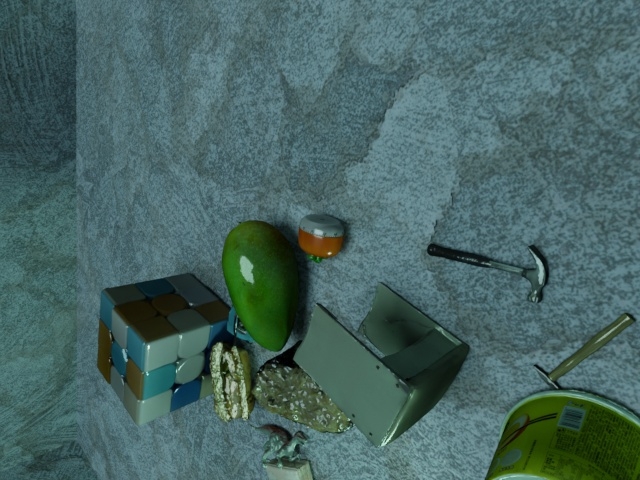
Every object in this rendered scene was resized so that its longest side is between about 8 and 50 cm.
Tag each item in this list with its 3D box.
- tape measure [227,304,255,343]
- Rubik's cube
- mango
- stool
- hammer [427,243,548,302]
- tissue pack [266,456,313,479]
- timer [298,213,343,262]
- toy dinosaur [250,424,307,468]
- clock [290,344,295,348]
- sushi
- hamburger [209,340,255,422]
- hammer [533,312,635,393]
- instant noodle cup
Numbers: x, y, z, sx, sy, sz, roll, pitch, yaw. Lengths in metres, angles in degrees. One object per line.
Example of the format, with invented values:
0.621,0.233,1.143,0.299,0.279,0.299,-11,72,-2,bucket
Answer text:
-0.235,0.261,1.397,0.125,0.081,0.146,22,113,27,tape measure
-0.548,0.360,1.525,0.344,0.347,0.346,32,119,36,Rubik's cube
-0.160,0.128,1.220,0.225,0.201,0.381,-9,94,34,mango
0.132,0.249,0.935,0.270,0.244,0.170,38,121,32,stool
0.325,0.038,0.865,0.246,0.029,0.103,19,110,41,hammer
-0.068,0.860,1.353,0.170,0.071,0.325,-19,85,45,tissue pack
0.000,0.000,1.119,0.136,0.099,0.136,28,125,48,timer
-0.148,0.641,1.401,0.242,0.053,0.167,29,92,50,toy dinosaur
-0.062,0.353,1.292,0.085,0.017,0.085,9,104,42,clock
-0.022,0.389,1.144,0.350,0.171,0.210,-5,97,39,sushi
-0.297,0.465,1.458,0.124,0.131,0.262,-8,87,9,hamburger
0.468,0.195,0.767,0.062,0.013,0.199,48,126,26,hammer
0.411,0.439,0.714,0.311,0.221,0.311,12,108,41,instant noodle cup
